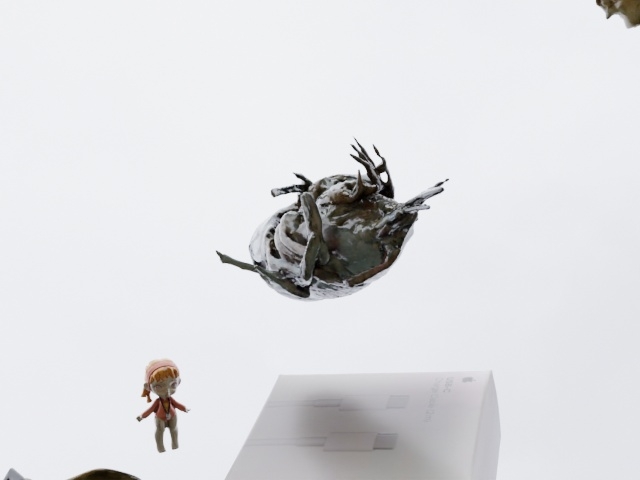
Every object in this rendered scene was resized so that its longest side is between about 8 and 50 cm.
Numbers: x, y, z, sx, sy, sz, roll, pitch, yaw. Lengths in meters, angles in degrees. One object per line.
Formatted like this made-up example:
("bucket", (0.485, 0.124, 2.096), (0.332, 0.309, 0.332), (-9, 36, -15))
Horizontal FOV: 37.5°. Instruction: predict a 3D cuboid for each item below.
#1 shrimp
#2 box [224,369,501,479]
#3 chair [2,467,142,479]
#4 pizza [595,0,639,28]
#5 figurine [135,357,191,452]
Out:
("shrimp", (0.000, 0.001, 0.939), (0.172, 0.372, 0.137), (-41, -93, -24))
("box", (0.050, 0.228, 0.968), (0.251, 0.203, 0.106), (-3, -67, 18))
("chair", (-0.317, 0.365, 1.111), (0.158, 0.172, 0.247), (29, -101, -38))
("pizza", (0.264, -0.326, 0.764), (0.189, 0.071, 0.297), (-61, -35, -20))
("figurine", (-0.178, 0.186, 1.065), (0.064, 0.047, 0.109), (-9, -74, -26))
